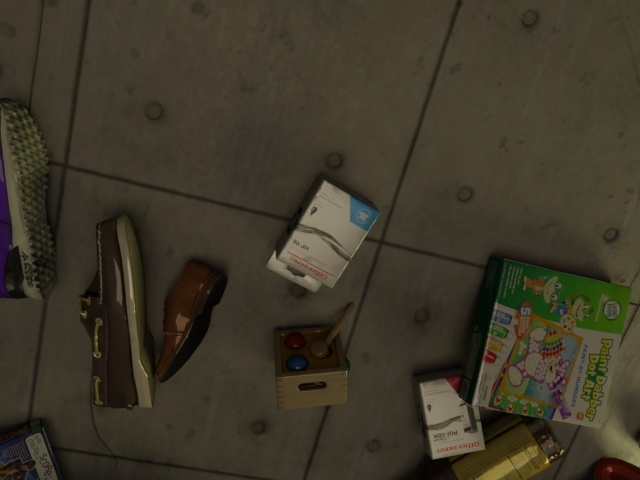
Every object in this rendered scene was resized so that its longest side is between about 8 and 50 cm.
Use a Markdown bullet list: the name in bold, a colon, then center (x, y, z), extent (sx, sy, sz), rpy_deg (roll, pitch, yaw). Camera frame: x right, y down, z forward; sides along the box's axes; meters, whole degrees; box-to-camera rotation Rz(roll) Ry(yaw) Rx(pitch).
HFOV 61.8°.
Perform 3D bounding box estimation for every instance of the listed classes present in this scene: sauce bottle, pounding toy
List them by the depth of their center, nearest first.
- **pounding toy**: center (-0.005, 0.185, 0.871), extent (0.141, 0.130, 0.100), rpy_deg (-4, 121, -5)
- **sauce bottle**: center (0.271, 0.430, 0.984), extent (0.344, 0.111, 0.111), rpy_deg (-32, 109, 6)

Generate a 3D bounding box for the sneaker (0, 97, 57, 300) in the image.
- **sneaker**: center (-0.467, -0.049, 0.747), extent (0.146, 0.102, 0.294), rpy_deg (2, 108, -6)

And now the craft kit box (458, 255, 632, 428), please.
- **craft kit box**: center (0.381, 0.173, 0.907), extent (0.246, 0.061, 0.250), rpy_deg (12, 91, -13)

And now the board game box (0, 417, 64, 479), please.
- **board game box**: center (-0.509, 0.419, 0.900), extent (0.136, 0.035, 0.201), rpy_deg (-19, 111, -30)

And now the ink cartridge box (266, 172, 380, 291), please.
- **ink cartridge box**: center (0.000, 0.000, 0.836), extent (0.104, 0.060, 0.180), rpy_deg (28, 103, -15)

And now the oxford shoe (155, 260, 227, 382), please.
- **oxford shoe**: center (-0.223, 0.130, 0.860), extent (0.076, 0.076, 0.212), rpy_deg (28, 101, 12)

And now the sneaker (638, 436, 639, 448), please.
- **sneaker**: center (0.740, 0.443, 1.029), extent (0.239, 0.126, 0.091), rpy_deg (17, 106, -11)

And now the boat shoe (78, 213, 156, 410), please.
- **boat shoe**: center (-0.315, 0.119, 0.815), extent (0.096, 0.117, 0.325), rpy_deg (-3, 114, -9)

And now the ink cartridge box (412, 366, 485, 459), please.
- **ink cartridge box**: center (0.225, 0.302, 0.940), extent (0.099, 0.056, 0.136), rpy_deg (-10, 88, -3)

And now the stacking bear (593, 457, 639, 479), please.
- **stacking bear**: center (0.641, 0.596, 1.053), extent (0.175, 0.164, 0.289), rpy_deg (-50, 122, -24)
